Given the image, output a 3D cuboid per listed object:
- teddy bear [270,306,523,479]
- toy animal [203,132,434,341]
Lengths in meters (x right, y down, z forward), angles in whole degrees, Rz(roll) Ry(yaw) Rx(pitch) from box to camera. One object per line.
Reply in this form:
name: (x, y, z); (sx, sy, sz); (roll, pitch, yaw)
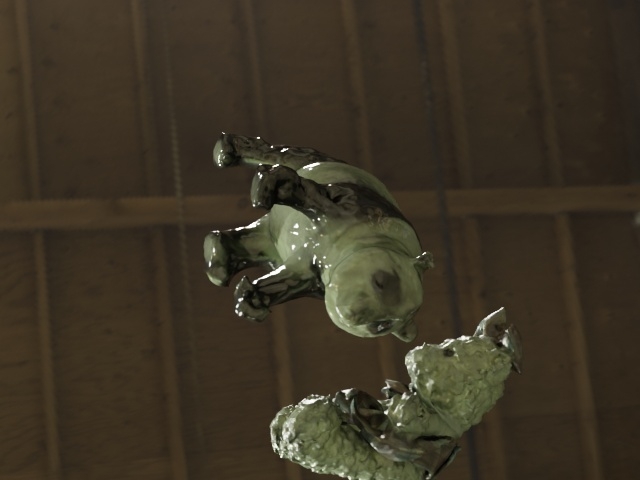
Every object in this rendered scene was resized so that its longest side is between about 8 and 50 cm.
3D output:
teddy bear: (0.073, 0.143, 1.081); (0.213, 0.133, 0.111); (-23, -92, -7)
toy animal: (0.000, 0.000, 0.852); (0.121, 0.225, 0.094); (10, -81, -15)
